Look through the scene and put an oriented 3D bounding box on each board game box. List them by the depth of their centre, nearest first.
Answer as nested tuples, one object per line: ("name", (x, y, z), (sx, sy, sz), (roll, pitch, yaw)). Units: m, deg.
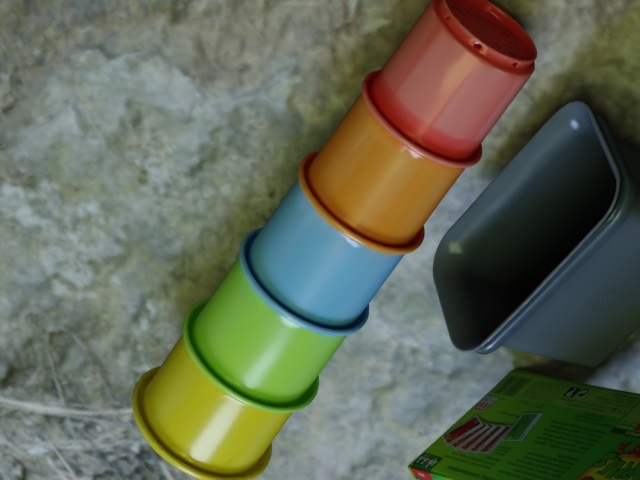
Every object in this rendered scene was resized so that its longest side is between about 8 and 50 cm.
("board game box", (0.136, 0.122, 0.787), (0.043, 0.092, 0.181), (58, 157, -18))

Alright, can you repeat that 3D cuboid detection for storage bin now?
("storage bin", (0.137, 0.003, 0.785), (0.091, 0.098, 0.135), (21, 126, -29))

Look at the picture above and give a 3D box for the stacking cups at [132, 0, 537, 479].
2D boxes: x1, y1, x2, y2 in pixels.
("stacking cups", (0.000, 0.000, 0.814), (0.096, 0.096, 0.316), (31, 121, -2))
